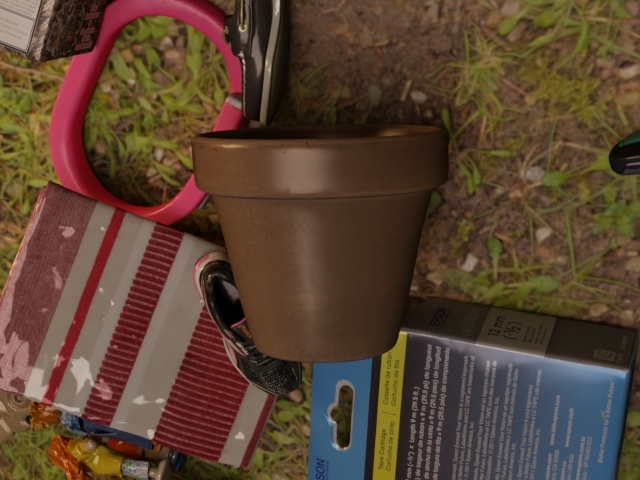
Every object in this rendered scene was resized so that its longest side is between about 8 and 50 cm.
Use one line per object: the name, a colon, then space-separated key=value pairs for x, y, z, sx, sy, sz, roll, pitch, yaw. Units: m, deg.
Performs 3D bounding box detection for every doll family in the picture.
doll family: x=-0.263 y=0.230 z=1.591 sx=0.163 sy=0.118 sz=0.263 roll=13 pitch=141 yaw=10

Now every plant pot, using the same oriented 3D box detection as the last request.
plant pot: x=0.000 y=0.000 z=1.356 sx=0.263 sy=0.263 sz=0.229 roll=2 pitch=98 yaw=16

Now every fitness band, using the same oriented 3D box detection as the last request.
fitness band: x=-0.193 y=-0.143 z=1.493 sx=0.209 sy=0.054 sz=0.291 roll=30 pitch=116 yaw=3

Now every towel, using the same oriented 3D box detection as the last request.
towel: x=-0.194 y=0.100 z=1.483 sx=0.329 sy=0.037 sz=0.237 roll=21 pitch=94 yaw=-11

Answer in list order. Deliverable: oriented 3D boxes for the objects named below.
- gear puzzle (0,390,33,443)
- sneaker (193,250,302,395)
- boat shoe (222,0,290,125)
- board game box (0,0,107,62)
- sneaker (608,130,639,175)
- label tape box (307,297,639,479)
gear puzzle: x=-0.428 y=0.173 z=1.704 sx=0.339 sy=0.044 sz=0.175 roll=-30 pitch=99 yaw=22
sneaker: x=-0.083 y=0.099 z=1.442 sx=0.072 sy=0.077 sz=0.178 roll=-37 pitch=101 yaw=-1
boat shoe: x=-0.068 y=-0.237 z=1.400 sx=0.068 sy=0.081 sz=0.228 roll=8 pitch=104 yaw=8
board game box: x=-0.325 y=-0.362 z=1.362 sx=0.232 sy=0.141 sz=0.291 roll=22 pitch=107 yaw=8
sneaker: x=0.409 y=-0.075 z=1.333 sx=0.223 sy=0.083 sz=0.098 roll=-11 pitch=113 yaw=19
label tape box: x=0.168 y=0.202 z=1.502 sx=0.347 sy=0.115 sz=0.249 roll=10 pitch=114 yaw=16
